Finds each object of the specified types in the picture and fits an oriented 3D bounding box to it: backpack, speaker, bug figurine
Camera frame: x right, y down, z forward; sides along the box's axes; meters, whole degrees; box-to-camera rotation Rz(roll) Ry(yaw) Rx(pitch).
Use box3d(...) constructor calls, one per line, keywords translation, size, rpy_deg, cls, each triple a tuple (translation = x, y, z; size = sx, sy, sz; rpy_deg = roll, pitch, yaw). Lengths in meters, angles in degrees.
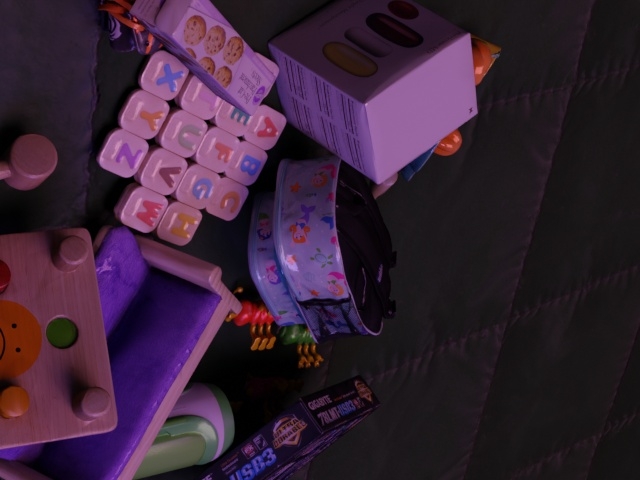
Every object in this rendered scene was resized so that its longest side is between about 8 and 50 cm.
box3d(translation=(0.000, 0.000, 1.961), size=(0.253, 0.191, 0.225), rpy_deg=(71, 20, -52), cls="backpack")
box3d(translation=(-0.276, 0.284, 1.968), size=(0.297, 0.131, 0.131), rpy_deg=(-8, 125, -35), cls="speaker")
box3d(translation=(-0.099, 0.191, 2.142), size=(0.216, 0.072, 0.279), rpy_deg=(6, 120, -42), cls="bug figurine")

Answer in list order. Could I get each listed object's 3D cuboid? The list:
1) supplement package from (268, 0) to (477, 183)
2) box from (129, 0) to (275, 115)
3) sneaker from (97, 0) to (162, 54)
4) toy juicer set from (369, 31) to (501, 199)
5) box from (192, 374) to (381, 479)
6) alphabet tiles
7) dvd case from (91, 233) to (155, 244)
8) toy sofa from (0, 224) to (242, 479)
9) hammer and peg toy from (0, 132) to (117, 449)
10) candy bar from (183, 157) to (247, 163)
box3d(translation=(0.073, -0.223, 1.881), size=(0.194, 0.203, 0.149), rpy_deg=(-36, 141, -21), cls="supplement package")
box3d(translation=(-0.134, -0.231, 1.643), size=(0.067, 0.063, 0.324), rpy_deg=(-58, 163, -3), cls="box")
box3d(translation=(-0.242, -0.294, 1.552), size=(0.321, 0.125, 0.180), rpy_deg=(-12, 126, -41), cls="sneaker")
box3d(translation=(0.172, -0.160, 2.054), size=(0.329, 0.089, 0.209), rpy_deg=(-56, -178, 7), cls="toy juicer set")
box3d(translation=(-0.071, 0.335, 2.144), size=(0.295, 0.073, 0.293), rpy_deg=(-39, 170, 17), cls="box")
box3d(translation=(-0.163, -0.133, 1.829), size=(0.278, 0.021, 0.284), rpy_deg=(25, 94, -51), cls="alphabet tiles")
box3d(translation=(-0.346, 0.083, 1.836), size=(0.253, 0.022, 0.180), rpy_deg=(-9, 126, -43), cls="dvd case")
box3d(translation=(-0.268, 0.171, 1.770), size=(0.362, 0.150, 0.177), rpy_deg=(-60, 151, -17), cls="toy sofa")
box3d(translation=(-0.395, 0.067, 1.621), size=(0.266, 0.361, 0.127), rpy_deg=(-7, 171, -23), cls="hammer and peg toy")
box3d(translation=(-0.146, -0.106, 1.897), size=(0.161, 0.018, 0.040), rpy_deg=(-9, 125, -44), cls="candy bar")
